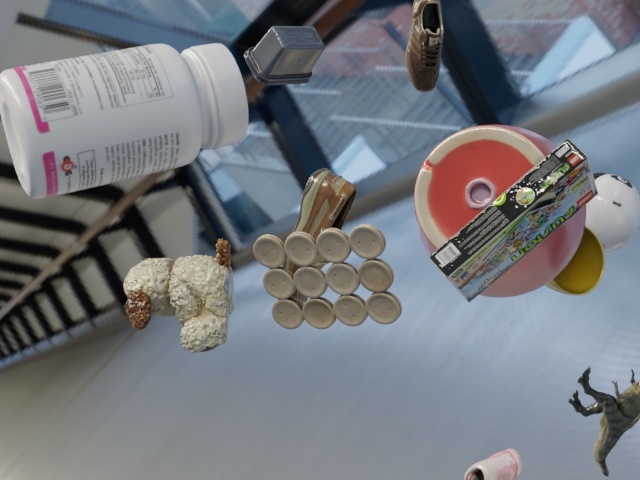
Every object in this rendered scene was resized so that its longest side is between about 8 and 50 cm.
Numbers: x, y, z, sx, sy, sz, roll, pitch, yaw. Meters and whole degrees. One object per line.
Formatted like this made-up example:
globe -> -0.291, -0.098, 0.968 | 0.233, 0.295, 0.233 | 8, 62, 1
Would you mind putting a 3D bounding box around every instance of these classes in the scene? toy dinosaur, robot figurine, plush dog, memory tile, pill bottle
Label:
toy dinosaur -> 0.463, 0.270, 1.469 | 0.064, 0.118, 0.268 | -32, -32, -44
robot figurine -> 0.558, -0.067, 1.973 | 0.209, 0.174, 0.278 | -21, 18, -33
plush dog -> -0.300, 0.097, 1.910 | 0.225, 0.211, 0.262 | 1, 22, 0
memory tile -> 0.007, 0.039, 0.930 | 0.148, 0.113, 0.012 | -6, 23, 26
pill bottle -> -0.246, -0.159, 1.151 | 0.283, 0.160, 0.160 | -15, 0, -23

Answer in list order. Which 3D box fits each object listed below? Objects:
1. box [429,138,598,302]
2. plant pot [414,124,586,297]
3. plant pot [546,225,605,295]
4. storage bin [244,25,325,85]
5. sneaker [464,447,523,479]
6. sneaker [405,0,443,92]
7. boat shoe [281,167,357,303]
box -> 0.230, -0.019, 1.073 | 0.207, 0.036, 0.114 | -41, -29, 5
plant pot -> 0.254, -0.054, 1.347 | 0.275, 0.275, 0.243 | -42, -14, 10
plant pot -> 0.445, 0.038, 1.698 | 0.134, 0.134, 0.095 | -49, 13, -20
storage bin -> -0.063, -0.362, 1.726 | 0.135, 0.098, 0.091 | -10, -25, -40
sneaker -> 0.213, 0.326, 1.193 | 0.070, 0.051, 0.134 | -14, -41, -26
sneaker -> 0.199, -0.372, 1.723 | 0.066, 0.189, 0.071 | -6, 17, -8
boat shoe -> 0.000, 0.000, 2.109 | 0.122, 0.119, 0.324 | -26, -46, -65
